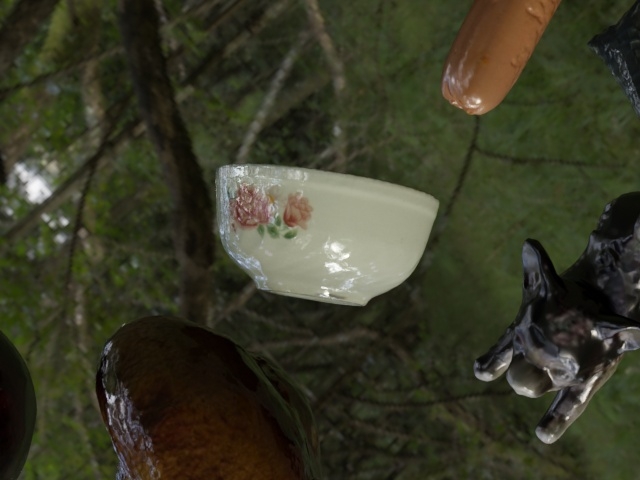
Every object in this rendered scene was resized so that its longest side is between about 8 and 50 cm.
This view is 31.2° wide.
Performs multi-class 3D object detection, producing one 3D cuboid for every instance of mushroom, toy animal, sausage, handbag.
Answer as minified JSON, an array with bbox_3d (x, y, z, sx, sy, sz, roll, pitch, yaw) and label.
[{"bbox_3d":[-0.138,0.248,1.273,0.345,0.259,0.345,54,-172,-11],"label":"mushroom"},{"bbox_3d":[0.354,0.066,1.451,0.194,0.344,0.303,40,160,21],"label":"toy animal"},{"bbox_3d":[0.218,-0.268,1.235,0.086,0.289,0.086,27,-178,-1],"label":"sausage"},{"bbox_3d":[0.381,-0.145,1.158,0.270,0.088,0.175,9,-127,-39],"label":"handbag"}]

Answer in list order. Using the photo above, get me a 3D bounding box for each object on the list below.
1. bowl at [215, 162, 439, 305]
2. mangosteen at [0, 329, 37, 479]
[{"bbox_3d":[0.000,0.000,1.385,0.277,0.145,0.277,9,173,1],"label":"bowl"},{"bbox_3d":[-0.497,0.223,1.395,0.297,0.297,0.313,48,-171,-7],"label":"mangosteen"}]
